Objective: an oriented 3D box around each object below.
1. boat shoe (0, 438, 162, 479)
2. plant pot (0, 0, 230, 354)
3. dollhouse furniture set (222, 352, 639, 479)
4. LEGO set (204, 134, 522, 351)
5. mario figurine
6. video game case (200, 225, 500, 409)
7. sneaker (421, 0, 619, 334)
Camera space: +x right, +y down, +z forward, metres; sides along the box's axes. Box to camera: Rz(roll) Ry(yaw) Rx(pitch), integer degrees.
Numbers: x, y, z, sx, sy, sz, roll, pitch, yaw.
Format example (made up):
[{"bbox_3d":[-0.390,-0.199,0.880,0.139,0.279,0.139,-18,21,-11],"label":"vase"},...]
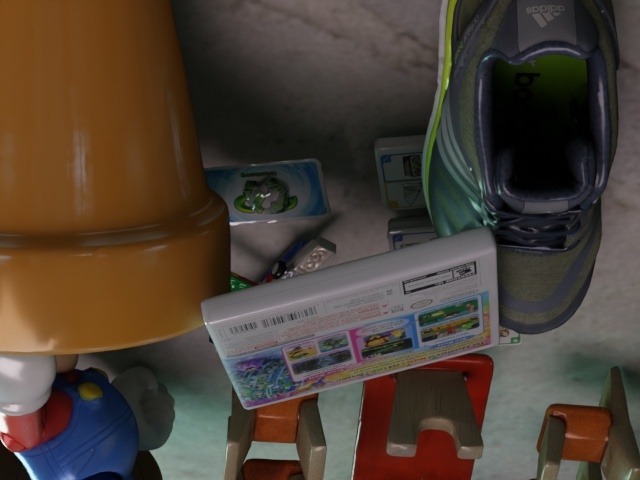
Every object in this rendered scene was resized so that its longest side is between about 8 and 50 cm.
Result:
[{"bbox_3d":[-0.251,0.154,1.311,0.285,0.104,0.089,23,144,9],"label":"boat shoe"},{"bbox_3d":[-0.150,-0.058,0.955,0.205,0.205,0.188,5,106,13],"label":"plant pot"},{"bbox_3d":[0.061,0.168,1.200,0.262,0.135,0.259,4,132,-4],"label":"dollhouse furniture set"},{"bbox_3d":[0.000,0.000,1.106,0.244,0.060,0.182,-5,134,7],"label":"LEGO set"},{"bbox_3d":[-0.155,0.101,1.161,0.320,0.170,0.198,57,148,-9],"label":"mario figurine"},{"bbox_3d":[0.021,0.046,0.967,0.157,0.019,0.143,-15,156,0],"label":"video game case"},{"bbox_3d":[0.107,-0.043,0.939,0.111,0.121,0.300,-5,136,5],"label":"sneaker"}]
